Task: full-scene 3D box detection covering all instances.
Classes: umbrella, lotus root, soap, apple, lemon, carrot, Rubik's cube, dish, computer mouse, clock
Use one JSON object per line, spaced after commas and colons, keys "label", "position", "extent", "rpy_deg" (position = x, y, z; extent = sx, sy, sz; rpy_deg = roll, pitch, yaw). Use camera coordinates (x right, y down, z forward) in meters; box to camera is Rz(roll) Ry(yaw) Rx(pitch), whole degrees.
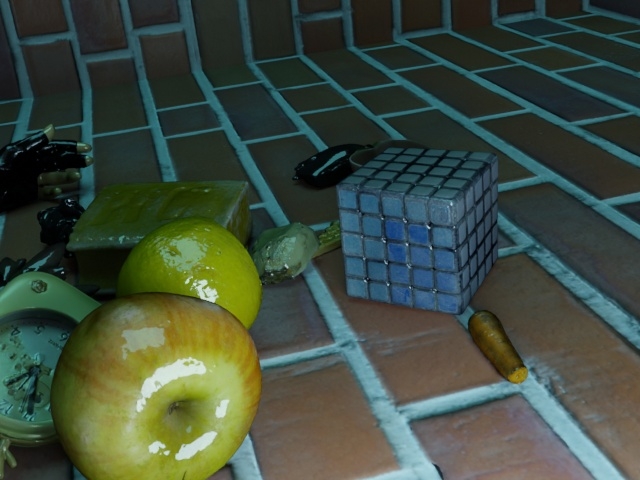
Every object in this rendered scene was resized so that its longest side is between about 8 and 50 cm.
{"label": "umbrella", "position": [-0.560, -0.032, 1.843], "extent": [0.110, 0.122, 0.272], "rpy_deg": [30, -7, -24]}
{"label": "lotus root", "position": [-0.083, 0.024, 1.679], "extent": [0.143, 0.070, 0.144], "rpy_deg": [-14, 29, 18]}
{"label": "soap", "position": [-0.325, -0.009, 1.741], "extent": [0.335, 0.156, 0.293], "rpy_deg": [0, 26, 9]}
{"label": "apple", "position": [-0.223, 0.203, 1.129], "extent": [0.286, 0.285, 0.233], "rpy_deg": [-21, 22, -29]}
{"label": "lemon", "position": [-0.235, 0.092, 1.409], "extent": [0.219, 0.240, 0.240], "rpy_deg": [-36, 37, -30]}
{"label": "carrot", "position": [0.282, 0.169, 1.332], "extent": [0.055, 0.055, 0.161], "rpy_deg": [-10, 32, -8]}
{"label": "Rubik's cube", "position": [0.189, -0.028, 1.552], "extent": [0.237, 0.237, 0.238], "rpy_deg": [6, 28, 28]}
{"label": "dish", "position": [0.178, -0.171, 2.039], "extent": [0.214, 0.090, 0.213], "rpy_deg": [-4, 27, 2]}
{"label": "computer mouse", "position": [0.051, -0.204, 2.154], "extent": [0.264, 0.088, 0.147], "rpy_deg": [-16, 24, -13]}
{"label": "clock", "position": [-0.437, 0.206, 1.258], "extent": [0.235, 0.096, 0.308], "rpy_deg": [34, 48, -1]}

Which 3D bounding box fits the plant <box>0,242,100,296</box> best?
{"label": "plant", "position": [-0.546, 0.138, 1.447], "extent": [0.194, 0.181, 0.321], "rpy_deg": [6, 25, 37]}

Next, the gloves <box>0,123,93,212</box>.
{"label": "gloves", "position": [-0.747, -0.197, 2.192], "extent": [0.301, 0.197, 0.152], "rpy_deg": [-14, 36, -14]}

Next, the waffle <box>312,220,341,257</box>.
{"label": "waffle", "position": [0.000, 0.000, 1.793], "extent": [0.153, 0.023, 0.097], "rpy_deg": [-24, 27, -28]}
